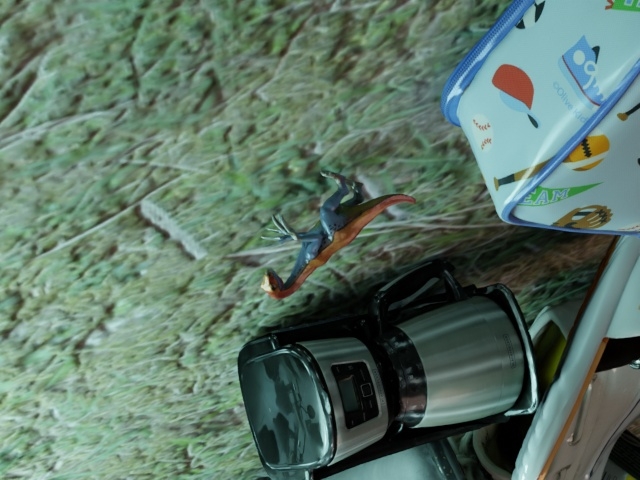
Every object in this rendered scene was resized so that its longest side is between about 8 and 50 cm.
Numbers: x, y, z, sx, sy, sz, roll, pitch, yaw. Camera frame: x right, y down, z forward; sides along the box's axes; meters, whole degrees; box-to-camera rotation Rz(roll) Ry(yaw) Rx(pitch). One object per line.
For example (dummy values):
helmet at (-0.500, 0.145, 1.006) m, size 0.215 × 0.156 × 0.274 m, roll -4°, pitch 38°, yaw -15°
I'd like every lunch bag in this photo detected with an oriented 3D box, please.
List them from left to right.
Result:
lunch bag at (0.239, -0.110, 1.039) m, size 0.303 × 0.115 × 0.243 m, roll -5°, pitch 146°, yaw -37°

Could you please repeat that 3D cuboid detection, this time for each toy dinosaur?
toy dinosaur at (0.000, 0.000, 1.073) m, size 0.047 × 0.090 × 0.082 m, roll 20°, pitch 86°, yaw -70°

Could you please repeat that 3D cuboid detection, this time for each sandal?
sandal at (0.214, 0.078, 1.268) m, size 0.102 × 0.076 × 0.265 m, roll 100°, pitch 15°, yaw -74°

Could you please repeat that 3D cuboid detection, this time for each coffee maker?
coffee maker at (0.039, 0.108, 1.265) m, size 0.178 × 0.120 × 0.171 m, roll -12°, pitch 153°, yaw -26°

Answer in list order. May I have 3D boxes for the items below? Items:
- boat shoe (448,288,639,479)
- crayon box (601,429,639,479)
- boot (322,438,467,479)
boat shoe at (0.162, 0.171, 1.491) m, size 0.156 × 0.135 × 0.367 m, roll -12°, pitch 149°, yaw -28°
crayon box at (0.230, 0.334, 1.652) m, size 0.083 × 0.203 × 0.323 m, roll 2°, pitch 117°, yaw -45°
boot at (-0.012, 0.245, 1.418) m, size 0.223 × 0.118 × 0.338 m, roll -18°, pitch 168°, yaw -18°
